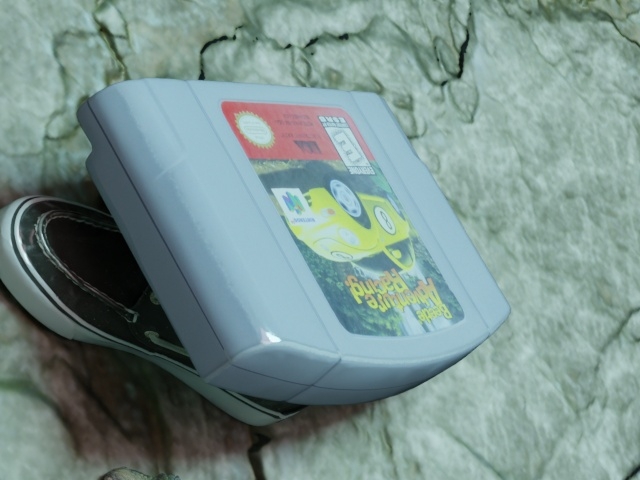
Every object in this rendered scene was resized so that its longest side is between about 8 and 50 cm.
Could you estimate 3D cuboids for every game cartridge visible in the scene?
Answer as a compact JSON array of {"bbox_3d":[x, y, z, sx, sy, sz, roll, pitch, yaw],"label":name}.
[{"bbox_3d":[0.000,0.000,1.070,0.294,0.060,0.196,-5,64,-58],"label":"game cartridge"}]

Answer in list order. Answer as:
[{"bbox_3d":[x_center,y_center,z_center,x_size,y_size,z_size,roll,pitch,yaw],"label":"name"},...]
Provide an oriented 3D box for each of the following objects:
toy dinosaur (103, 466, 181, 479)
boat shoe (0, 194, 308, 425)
[{"bbox_3d":[-0.050,0.246,0.973,0.118,0.064,0.268,-34,97,-51],"label":"toy dinosaur"},{"bbox_3d":[-0.081,0.031,1.038,0.219,0.070,0.078,30,53,-27],"label":"boat shoe"}]
